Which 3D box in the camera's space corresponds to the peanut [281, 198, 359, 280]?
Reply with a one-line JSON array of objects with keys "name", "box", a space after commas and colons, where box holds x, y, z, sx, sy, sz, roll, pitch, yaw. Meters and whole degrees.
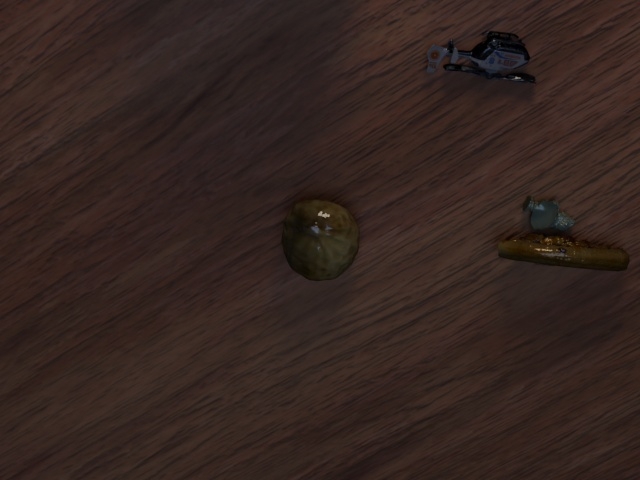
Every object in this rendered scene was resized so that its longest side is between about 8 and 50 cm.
[{"name": "peanut", "box": [0.000, 0.000, 1.660, 0.140, 0.109, 0.159, 12, 123, 7]}]

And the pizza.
[{"name": "pizza", "box": [0.444, 0.020, 1.668, 0.246, 0.127, 0.058, 7, 89, 6]}]

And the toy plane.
[{"name": "toy plane", "box": [0.279, -0.314, 1.567, 0.197, 0.053, 0.078, 4, 120, -6]}]

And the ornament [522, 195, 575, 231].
[{"name": "ornament", "box": [0.415, -0.046, 1.674, 0.068, 0.041, 0.092, -27, 119, 31]}]
